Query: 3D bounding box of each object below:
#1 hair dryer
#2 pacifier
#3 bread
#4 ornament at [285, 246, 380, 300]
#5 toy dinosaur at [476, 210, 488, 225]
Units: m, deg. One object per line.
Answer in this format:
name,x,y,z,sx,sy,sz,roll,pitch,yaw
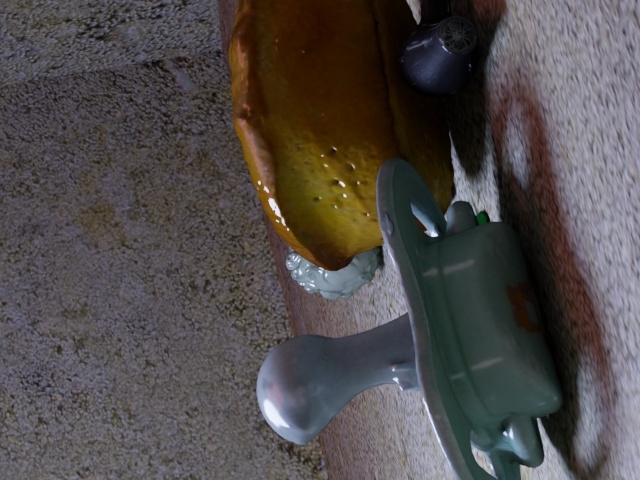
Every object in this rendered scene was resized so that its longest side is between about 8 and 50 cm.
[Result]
hair dryer,0.107,-0.243,1.756,0.195,0.075,0.219,129,139,-83
pacifier,0.074,0.108,1.727,0.288,0.269,0.343,41,-145,-59
bread,0.022,-0.124,1.902,0.312,0.172,0.312,-11,-90,-73
ornament,0.014,0.002,2.719,0.285,0.130,0.120,-100,5,-76
toy dinosaur,0.153,-0.006,1.897,0.120,0.029,0.060,-99,19,-50
